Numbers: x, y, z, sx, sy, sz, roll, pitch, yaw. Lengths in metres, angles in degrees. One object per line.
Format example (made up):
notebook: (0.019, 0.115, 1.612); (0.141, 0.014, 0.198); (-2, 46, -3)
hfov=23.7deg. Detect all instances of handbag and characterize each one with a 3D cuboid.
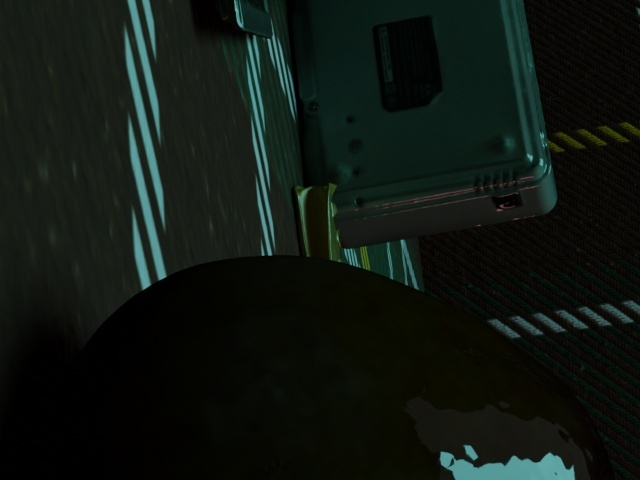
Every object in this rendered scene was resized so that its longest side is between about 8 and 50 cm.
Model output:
handbag: (0.000, 0.000, 1.113); (0.061, 0.027, 0.083); (-21, 105, -84)

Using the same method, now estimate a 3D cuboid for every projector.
projector: (0.075, -0.136, 1.229); (0.099, 0.192, 0.256); (54, 28, -67)

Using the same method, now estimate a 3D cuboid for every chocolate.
chocolate: (0.004, 0.076, 0.446); (0.177, 0.177, 0.176); (-8, 90, -84)

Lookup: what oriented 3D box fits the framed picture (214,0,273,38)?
framed picture: (-0.065, -0.263, 0.881); (0.232, 0.019, 0.296); (-67, 149, -84)
